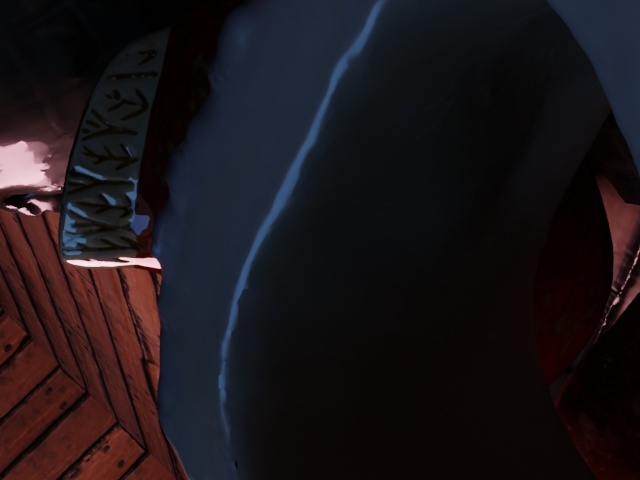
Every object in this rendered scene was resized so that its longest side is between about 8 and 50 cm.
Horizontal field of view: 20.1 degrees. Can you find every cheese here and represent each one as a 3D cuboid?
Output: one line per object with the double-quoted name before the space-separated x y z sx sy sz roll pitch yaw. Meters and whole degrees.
"cheese" 0.093 0.033 0.554 0.292 0.153 0.332 50 137 35

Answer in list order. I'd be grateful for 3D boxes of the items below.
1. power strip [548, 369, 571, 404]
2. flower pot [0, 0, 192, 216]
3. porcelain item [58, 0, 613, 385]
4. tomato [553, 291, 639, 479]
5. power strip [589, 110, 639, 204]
"power strip" 0.113 0.131 1.184 0.093 0.053 0.288 40 164 15
"flower pot" -0.194 -0.138 0.962 0.302 0.213 0.302 55 170 14
"porcelain item" 0.000 0.000 0.829 0.253 0.253 0.253 42 163 15
"tomato" 0.201 0.087 0.704 0.200 0.139 0.233 37 129 13
"power strip" 0.156 -0.033 0.739 0.051 0.019 0.136 55 162 -22
